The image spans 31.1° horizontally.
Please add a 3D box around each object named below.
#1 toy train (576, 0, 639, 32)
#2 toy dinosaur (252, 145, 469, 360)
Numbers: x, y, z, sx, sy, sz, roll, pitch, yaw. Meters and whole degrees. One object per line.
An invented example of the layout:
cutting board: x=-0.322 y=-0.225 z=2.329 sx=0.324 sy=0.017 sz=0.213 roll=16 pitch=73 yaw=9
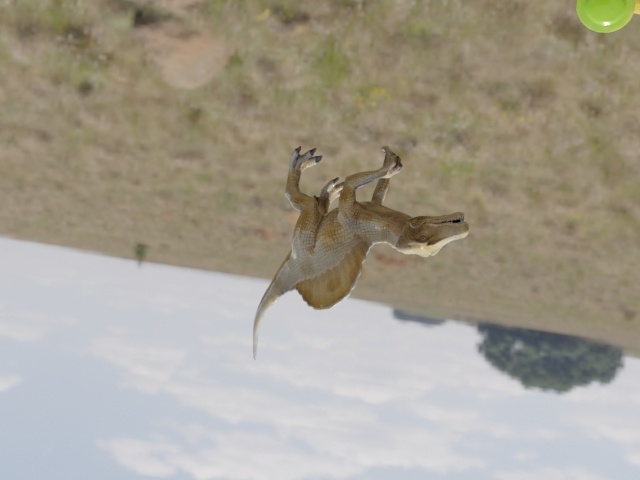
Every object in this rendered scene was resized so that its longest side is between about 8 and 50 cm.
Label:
toy train: x=0.243 y=-0.224 z=0.987 sx=0.248 sy=0.105 sz=0.143 roll=15 pitch=-144 yaw=11
toy dinosaur: x=0.000 y=0.000 z=0.636 sx=0.053 sy=0.092 sz=0.183 roll=22 pitch=145 yaw=-33
